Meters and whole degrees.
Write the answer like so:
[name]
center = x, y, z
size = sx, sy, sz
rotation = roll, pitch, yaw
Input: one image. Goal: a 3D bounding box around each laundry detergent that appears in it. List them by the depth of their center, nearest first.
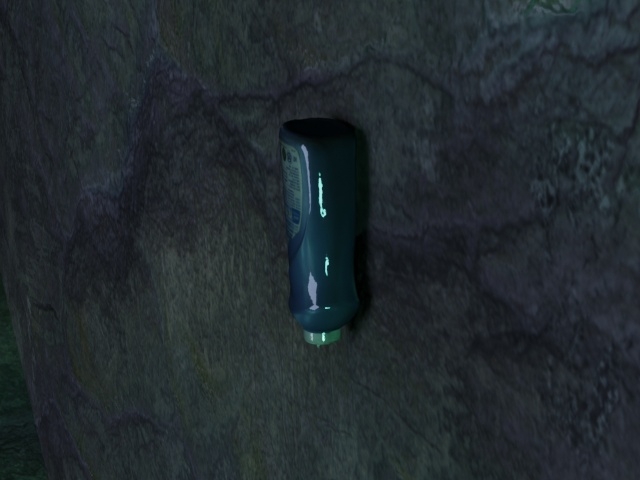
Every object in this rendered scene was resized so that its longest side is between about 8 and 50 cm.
[laundry detergent]
center = -0.001, 0.000, 1.317
size = 0.096, 0.061, 0.206
rotation = -145, 50, -62
